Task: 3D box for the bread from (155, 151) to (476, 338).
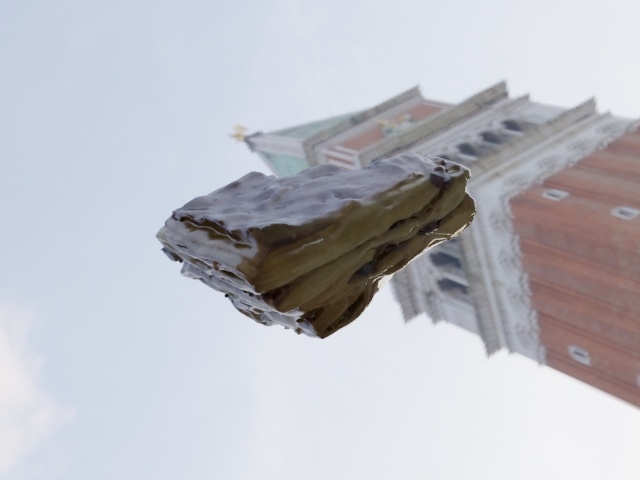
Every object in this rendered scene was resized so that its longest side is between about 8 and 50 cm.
[{"bbox_3d":[0.000,0.000,1.513,0.370,0.314,0.191,-25,-68,-27],"label":"bread"}]
